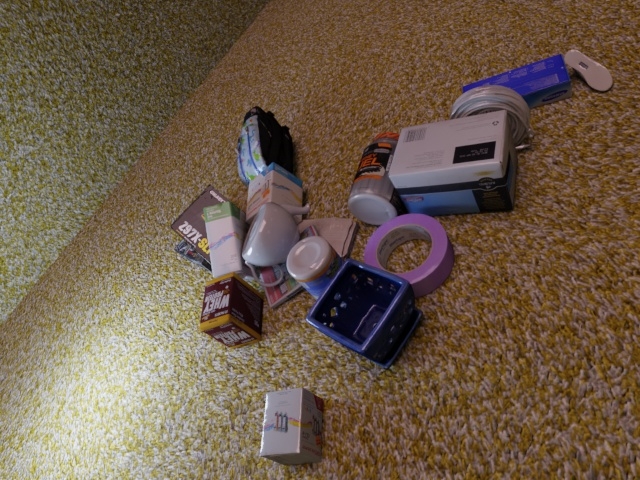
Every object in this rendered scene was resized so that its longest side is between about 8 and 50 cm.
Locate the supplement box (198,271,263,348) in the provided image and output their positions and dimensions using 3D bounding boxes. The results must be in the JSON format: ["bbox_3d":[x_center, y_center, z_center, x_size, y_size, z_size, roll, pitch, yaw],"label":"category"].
[{"bbox_3d":[-0.315,0.255,1.580,0.129,0.191,0.194,-20,48,20],"label":"supplement box"}]

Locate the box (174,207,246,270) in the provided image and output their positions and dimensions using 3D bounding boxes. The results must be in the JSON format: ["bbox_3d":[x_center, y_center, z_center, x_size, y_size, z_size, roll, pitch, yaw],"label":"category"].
[{"bbox_3d":[-0.499,-0.031,2.019,0.243,0.076,0.307,19,68,42],"label":"box"}]

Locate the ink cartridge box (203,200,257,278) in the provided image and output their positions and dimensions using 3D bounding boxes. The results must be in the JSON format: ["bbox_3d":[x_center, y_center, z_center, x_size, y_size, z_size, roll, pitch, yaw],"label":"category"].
[{"bbox_3d":[-0.346,0.015,1.706,0.117,0.201,0.277,-13,75,7],"label":"ink cartridge box"}]

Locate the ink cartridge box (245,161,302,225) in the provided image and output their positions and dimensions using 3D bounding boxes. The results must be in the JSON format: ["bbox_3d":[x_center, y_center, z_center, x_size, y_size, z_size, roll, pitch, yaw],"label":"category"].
[{"bbox_3d":[-0.190,-0.163,1.820,0.171,0.168,0.232,-34,41,33],"label":"ink cartridge box"}]

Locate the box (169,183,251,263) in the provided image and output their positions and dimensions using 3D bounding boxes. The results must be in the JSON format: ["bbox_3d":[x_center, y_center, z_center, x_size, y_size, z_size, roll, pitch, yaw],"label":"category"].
[{"bbox_3d":[-0.437,-0.045,1.874,0.322,0.079,0.257,40,82,12],"label":"box"}]

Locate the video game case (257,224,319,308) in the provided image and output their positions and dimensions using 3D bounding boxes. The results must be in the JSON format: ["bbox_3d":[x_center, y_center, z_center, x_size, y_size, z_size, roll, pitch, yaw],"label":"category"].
[{"bbox_3d":[-0.102,0.096,1.637,0.285,0.025,0.204,-36,51,16],"label":"video game case"}]

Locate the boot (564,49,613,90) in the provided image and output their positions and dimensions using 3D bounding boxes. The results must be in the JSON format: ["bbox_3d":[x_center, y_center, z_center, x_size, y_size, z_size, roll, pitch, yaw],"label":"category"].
[{"bbox_3d":[0.924,-0.581,1.498,0.189,0.086,0.069,56,131,18],"label":"boot"}]

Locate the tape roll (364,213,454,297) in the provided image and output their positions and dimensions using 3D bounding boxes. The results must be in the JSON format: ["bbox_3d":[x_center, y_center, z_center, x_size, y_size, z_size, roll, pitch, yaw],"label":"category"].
[{"bbox_3d":[0.283,0.047,1.416,0.275,0.090,0.274,-18,48,21],"label":"tape roll"}]

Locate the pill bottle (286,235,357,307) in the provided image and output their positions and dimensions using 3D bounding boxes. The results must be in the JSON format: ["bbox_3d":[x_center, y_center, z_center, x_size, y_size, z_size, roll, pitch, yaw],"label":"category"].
[{"bbox_3d":[0.023,0.118,1.402,0.153,0.272,0.152,-19,48,22],"label":"pill bottle"}]

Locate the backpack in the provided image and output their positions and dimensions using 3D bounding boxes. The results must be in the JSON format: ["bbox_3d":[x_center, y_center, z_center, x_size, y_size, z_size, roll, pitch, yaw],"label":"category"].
[{"bbox_3d":[-0.247,-0.386,2.015,0.273,0.290,0.355,-37,50,16],"label":"backpack"}]

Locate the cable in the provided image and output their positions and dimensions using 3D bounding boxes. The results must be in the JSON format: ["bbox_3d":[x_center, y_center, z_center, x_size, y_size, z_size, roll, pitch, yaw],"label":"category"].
[{"bbox_3d":[0.558,-0.397,1.463,0.257,0.257,0.089,-10,46,30],"label":"cable"}]

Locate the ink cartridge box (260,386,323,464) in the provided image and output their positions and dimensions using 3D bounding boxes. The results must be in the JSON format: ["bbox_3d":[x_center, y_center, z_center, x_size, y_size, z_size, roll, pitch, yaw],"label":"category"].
[{"bbox_3d":[-0.077,0.529,1.245,0.128,0.128,0.176,-16,50,23],"label":"ink cartridge box"}]

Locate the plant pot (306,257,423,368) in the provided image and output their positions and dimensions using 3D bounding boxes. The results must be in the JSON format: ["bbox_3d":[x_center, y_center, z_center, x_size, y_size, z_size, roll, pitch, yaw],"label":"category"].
[{"bbox_3d":[0.143,0.222,1.281,0.236,0.212,0.235,22,71,43],"label":"plant pot"}]

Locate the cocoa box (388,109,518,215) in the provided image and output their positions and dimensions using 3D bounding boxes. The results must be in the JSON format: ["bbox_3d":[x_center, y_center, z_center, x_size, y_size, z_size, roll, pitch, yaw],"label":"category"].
[{"bbox_3d":[0.440,-0.238,1.435,0.348,0.228,0.231,-2,55,33],"label":"cocoa box"}]

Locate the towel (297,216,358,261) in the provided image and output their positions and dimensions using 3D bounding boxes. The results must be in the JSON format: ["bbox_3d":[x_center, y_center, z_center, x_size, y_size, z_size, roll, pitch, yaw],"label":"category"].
[{"bbox_3d":[0.000,0.000,1.675,0.283,0.049,0.187,-2,55,33],"label":"towel"}]

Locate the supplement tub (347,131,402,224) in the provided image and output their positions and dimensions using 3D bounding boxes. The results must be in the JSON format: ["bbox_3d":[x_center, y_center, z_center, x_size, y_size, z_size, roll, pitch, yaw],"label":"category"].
[{"bbox_3d":[0.225,-0.229,1.601,0.194,0.193,0.315,-2,55,33],"label":"supplement tub"}]

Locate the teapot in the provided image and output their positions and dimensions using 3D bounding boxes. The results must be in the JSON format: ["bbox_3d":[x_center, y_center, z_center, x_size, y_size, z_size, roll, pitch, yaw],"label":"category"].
[{"bbox_3d":[-0.162,-0.001,1.600,0.256,0.187,0.252,-51,22,39],"label":"teapot"}]

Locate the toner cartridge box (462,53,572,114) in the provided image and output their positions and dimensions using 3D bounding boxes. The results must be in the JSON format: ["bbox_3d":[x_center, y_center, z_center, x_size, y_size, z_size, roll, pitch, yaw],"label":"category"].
[{"bbox_3d":[0.710,-0.548,1.612,0.348,0.075,0.165,-11,52,27],"label":"toner cartridge box"}]
